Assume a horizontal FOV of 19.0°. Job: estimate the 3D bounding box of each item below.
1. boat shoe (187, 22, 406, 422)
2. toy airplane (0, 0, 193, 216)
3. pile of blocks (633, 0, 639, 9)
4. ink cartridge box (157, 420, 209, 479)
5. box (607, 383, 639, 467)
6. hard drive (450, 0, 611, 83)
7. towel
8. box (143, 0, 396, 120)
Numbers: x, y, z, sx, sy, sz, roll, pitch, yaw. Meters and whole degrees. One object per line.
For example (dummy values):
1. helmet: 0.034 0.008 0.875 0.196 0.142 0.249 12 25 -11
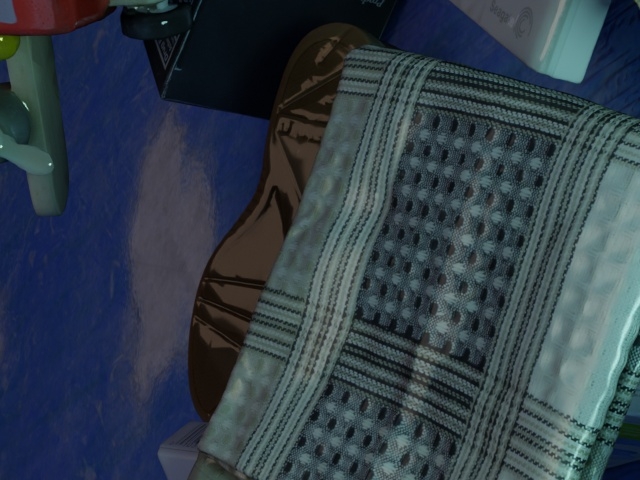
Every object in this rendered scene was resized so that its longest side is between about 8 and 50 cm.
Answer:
1. boat shoe: 0.000 0.000 1.541 0.123 0.123 0.342 20 94 38
2. toy airplane: -0.278 -0.258 1.636 0.384 0.272 0.386 103 153 -65
3. pile of blocks: 0.245 -0.136 0.988 0.149 0.113 0.362 -33 17 -6
4. ink cartridge box: 0.017 0.226 1.247 0.223 0.045 0.224 1 118 41
5. box: 0.146 0.076 1.150 0.203 0.114 0.103 -29 54 59
6. hard drive: 0.167 -0.278 1.226 0.203 0.040 0.308 -125 50 -62
7. towel: 0.054 0.059 1.087 0.312 0.056 0.324 24 94 49
8. box: -0.040 -0.302 1.681 0.296 0.182 0.294 -110 39 -51
